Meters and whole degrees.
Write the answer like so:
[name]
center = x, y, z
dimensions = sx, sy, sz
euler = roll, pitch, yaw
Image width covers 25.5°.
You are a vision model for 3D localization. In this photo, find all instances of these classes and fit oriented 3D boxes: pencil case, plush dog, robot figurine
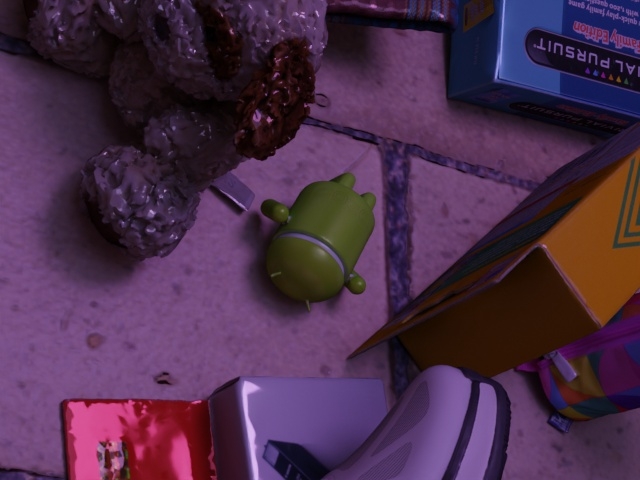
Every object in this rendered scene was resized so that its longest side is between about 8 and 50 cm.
[pencil case]
center = 0.278, 0.084, 1.157
dimensions = 0.104, 0.236, 0.104
euler = 18, 61, -36
[plush dog]
center = -0.073, -0.139, 1.025
dimensions = 0.211, 0.225, 0.262
euler = -9, 75, -35
[robot figurine]
center = 0.000, 0.000, 1.112
dimensions = 0.101, 0.067, 0.115
euler = 43, 53, -20

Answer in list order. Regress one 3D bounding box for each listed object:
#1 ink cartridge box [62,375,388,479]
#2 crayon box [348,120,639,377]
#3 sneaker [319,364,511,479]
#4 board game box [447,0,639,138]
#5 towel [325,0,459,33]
[ink cartridge box]
center = -0.049, 0.232, 0.989
dimensions = 0.239, 0.060, 0.275
euler = 4, 68, -32
[crayon box]
center = 0.194, 0.012, 1.146
dimensions = 0.323, 0.203, 0.083
euler = -38, 93, -37
[sneaker]
center = -0.074, 0.206, 0.869
dimensions = 0.257, 0.169, 0.447
euler = 34, 62, 3
[board game box]
center = 0.253, -0.276, 1.340
dimensions = 0.254, 0.079, 0.336
euler = 11, 79, -29
[towel]
center = -0.013, -0.354, 1.217
dimensions = 0.272, 0.040, 0.370
euler = 4, 67, -7
